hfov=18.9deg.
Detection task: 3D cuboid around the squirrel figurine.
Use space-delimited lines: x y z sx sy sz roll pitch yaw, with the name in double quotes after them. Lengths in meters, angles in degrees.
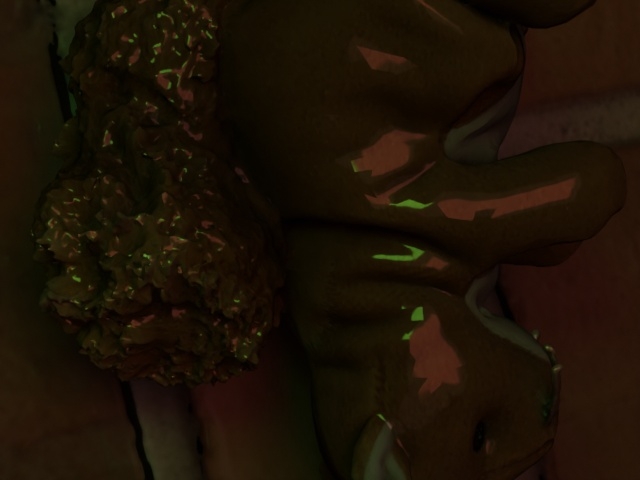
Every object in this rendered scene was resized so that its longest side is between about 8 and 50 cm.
0.000 0.000 1.286 0.396 0.281 0.371 0 92 -13 "squirrel figurine"
